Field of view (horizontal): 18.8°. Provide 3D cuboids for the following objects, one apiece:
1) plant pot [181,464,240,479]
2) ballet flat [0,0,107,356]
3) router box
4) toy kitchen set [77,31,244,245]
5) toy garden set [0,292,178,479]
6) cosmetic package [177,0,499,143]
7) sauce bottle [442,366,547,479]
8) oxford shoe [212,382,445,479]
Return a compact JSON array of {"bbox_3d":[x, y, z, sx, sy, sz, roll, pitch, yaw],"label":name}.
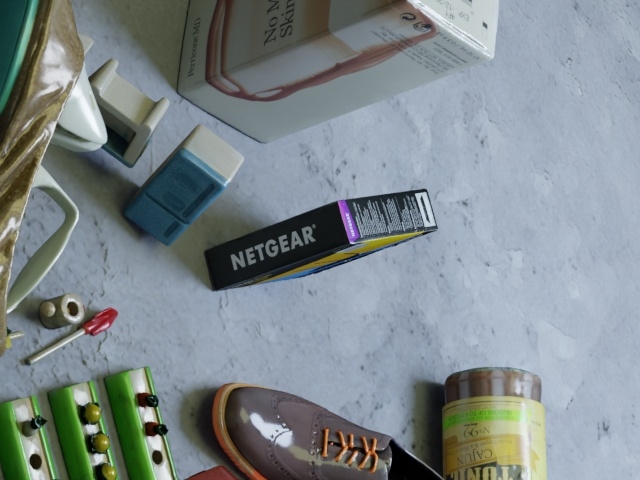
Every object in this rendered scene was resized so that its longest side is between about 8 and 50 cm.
[{"bbox_3d":[-0.137,0.331,1.511,0.267,0.267,0.236,-17,78,-50],"label":"plant pot"},{"bbox_3d":[-0.240,-0.060,1.535,0.124,0.116,0.342,25,73,-31],"label":"ballet flat"},{"bbox_3d":[0.000,0.000,1.823,0.133,0.179,0.046,-8,81,-49],"label":"router box"},{"bbox_3d":[-0.206,-0.054,1.685,0.207,0.122,0.166,37,49,-9],"label":"toy kitchen set"},{"bbox_3d":[-0.222,0.131,1.625,0.244,0.049,0.204,-12,86,-50],"label":"toy garden set"},{"bbox_3d":[0.016,-0.215,1.827,0.129,0.296,0.153,28,56,-39],"label":"cosmetic package"},{"bbox_3d":[0.180,0.303,1.974,0.111,0.111,0.344,20,61,-44],"label":"sauce bottle"},{"bbox_3d":[0.012,0.194,1.829,0.271,0.098,0.097,29,57,-40],"label":"oxford shoe"}]
